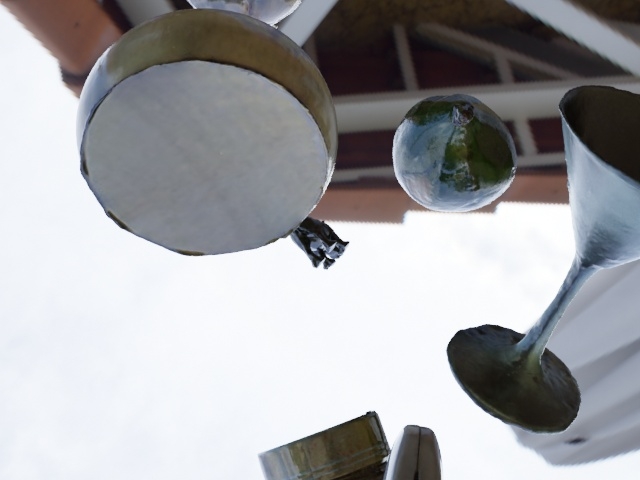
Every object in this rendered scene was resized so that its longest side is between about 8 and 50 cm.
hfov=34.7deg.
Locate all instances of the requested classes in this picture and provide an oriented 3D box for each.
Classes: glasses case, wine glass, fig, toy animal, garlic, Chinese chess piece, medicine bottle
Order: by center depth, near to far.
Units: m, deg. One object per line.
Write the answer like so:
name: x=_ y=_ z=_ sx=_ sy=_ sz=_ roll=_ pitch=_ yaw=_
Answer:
glasses case: x=0.073 y=0.266 z=0.866 sx=0.059 sy=0.092 sz=0.233 roll=8 pitch=-130 yaw=2
Chinese chess piece: x=-0.111 y=-0.102 z=1.009 sx=0.257 sy=0.257 sz=0.104 roll=26 pitch=-143 yaw=-22
medicine bottle: x=0.049 y=0.370 z=1.166 sx=0.151 sy=0.151 sz=0.322 roll=-10 pitch=-104 yaw=-46
toy animal: x=0.000 y=0.000 z=1.241 sx=0.065 sy=0.047 sz=0.136 roll=44 pitch=-171 yaw=15
wine glass: x=0.330 y=0.038 z=1.300 sx=0.267 sy=0.406 sz=0.267 roll=18 pitch=-147 yaw=-12
fig: x=0.210 y=-0.149 z=1.554 sx=0.195 sy=0.245 sz=0.195 roll=2 pitch=-120 yaw=-3
garlic: x=-0.113 y=-0.374 z=1.557 sx=0.124 sy=0.174 sz=0.099 roll=29 pitch=-130 yaw=-83
